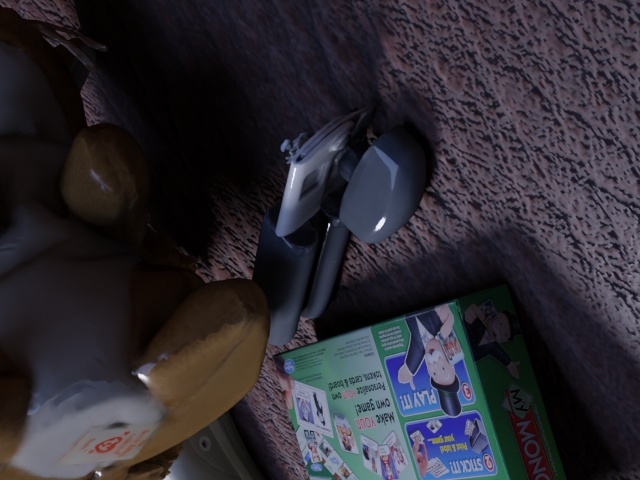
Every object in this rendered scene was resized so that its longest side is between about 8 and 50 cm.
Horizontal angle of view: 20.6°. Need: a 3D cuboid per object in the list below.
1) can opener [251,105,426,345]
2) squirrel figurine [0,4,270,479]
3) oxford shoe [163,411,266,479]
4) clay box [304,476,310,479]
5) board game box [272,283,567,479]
[{"bbox_3d":[0.000,0.000,1.252,0.093,0.074,0.280,47,153,14],"label":"can opener"},{"bbox_3d":[-0.228,0.015,1.396,0.397,0.281,0.370,87,160,-62],"label":"squirrel figurine"},{"bbox_3d":[-0.120,0.263,1.712,0.169,0.130,0.449,0,123,55],"label":"oxford shoe"},{"bbox_3d":[0.031,0.285,1.563,0.127,0.053,0.222,42,152,24],"label":"clay box"},{"bbox_3d":[0.072,0.161,1.286,0.317,0.046,0.213,-22,85,64],"label":"board game box"}]
